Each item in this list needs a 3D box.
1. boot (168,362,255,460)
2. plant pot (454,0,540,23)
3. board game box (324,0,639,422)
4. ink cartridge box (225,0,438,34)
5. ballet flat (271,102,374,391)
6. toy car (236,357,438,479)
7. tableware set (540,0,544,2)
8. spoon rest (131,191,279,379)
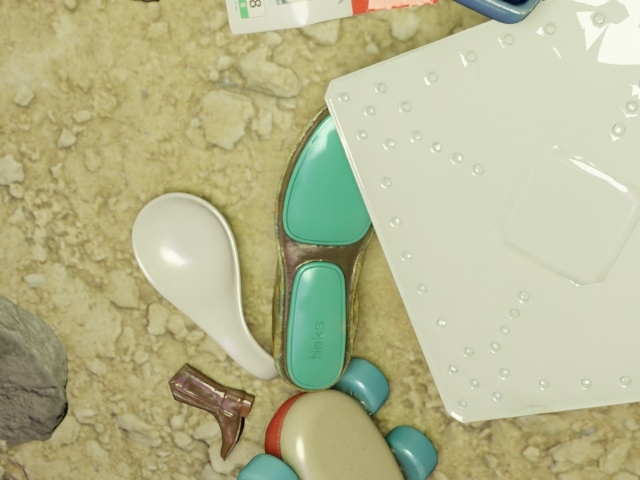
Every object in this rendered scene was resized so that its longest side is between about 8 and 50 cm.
[{"bbox_3d":[-0.155,0.228,1.222,0.114,0.037,0.106,22,101,2],"label":"boot"},{"bbox_3d":[0.142,-0.333,0.761,0.236,0.236,0.212,31,151,14],"label":"plant pot"},{"bbox_3d":[0.240,-0.028,0.868,0.390,0.050,0.389,-15,103,32],"label":"board game box"},{"bbox_3d":[0.000,-0.321,0.966,0.225,0.056,0.180,-3,110,18],"label":"ink cartridge box"},{"bbox_3d":[0.000,0.000,1.052,0.123,0.123,0.348,10,106,11],"label":"ballet flat"},{"bbox_3d":[-0.022,0.294,1.154,0.238,0.219,0.210,-24,104,51],"label":"toy car"},{"bbox_3d":[0.238,-0.288,0.932,0.141,0.020,0.168,27,115,4],"label":"tableware set"},{"bbox_3d":[-0.124,0.062,1.126,0.137,0.084,0.276,-35,99,23],"label":"spoon rest"}]
